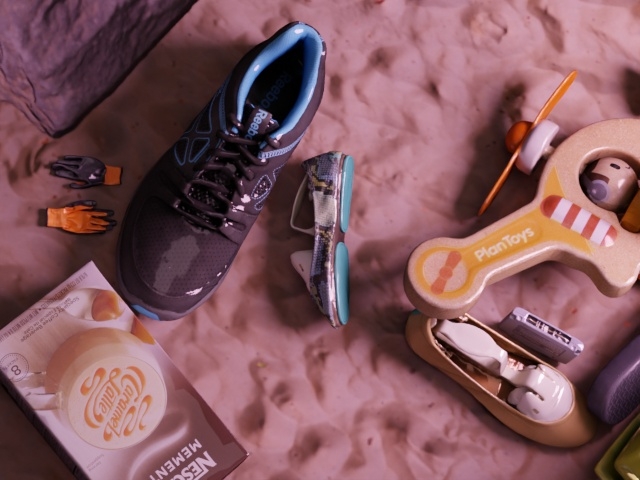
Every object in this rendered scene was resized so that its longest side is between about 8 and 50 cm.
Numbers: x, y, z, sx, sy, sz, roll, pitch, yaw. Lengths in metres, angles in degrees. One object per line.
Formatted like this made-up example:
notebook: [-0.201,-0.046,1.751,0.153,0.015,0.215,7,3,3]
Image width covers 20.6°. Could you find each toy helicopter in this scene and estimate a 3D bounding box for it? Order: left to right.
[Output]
toy helicopter: [0.232,-0.031,1.830,0.355,0.140,0.235,-25,69,-20]

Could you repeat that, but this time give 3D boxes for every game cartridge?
game cartridge: [0.230,0.100,1.841,0.083,0.056,0.017,29,65,-2]

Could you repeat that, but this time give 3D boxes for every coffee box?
coffee box: [-0.202,0.163,1.722,0.141,0.098,0.246,-39,86,-17]

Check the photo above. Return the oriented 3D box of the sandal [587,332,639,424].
sandal: [0.365,0.089,1.854,0.254,0.097,0.054,-37,51,-22]

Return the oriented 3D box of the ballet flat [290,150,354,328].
ballet flat: [0.000,0.000,1.828,0.070,0.070,0.188,6,73,-9]

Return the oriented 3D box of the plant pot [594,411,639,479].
plant pot: [0.424,0.221,1.766,0.227,0.207,0.228,44,73,1]

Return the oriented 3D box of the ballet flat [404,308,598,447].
ballet flat: [0.191,0.140,1.815,0.232,0.073,0.080,30,71,-2]

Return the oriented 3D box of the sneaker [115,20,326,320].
sneaker: [-0.101,-0.079,1.781,0.125,0.139,0.341,28,74,-4]

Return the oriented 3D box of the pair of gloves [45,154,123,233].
pair of gloves: [-0.243,-0.047,1.813,0.074,0.010,0.083,7,74,-9]
